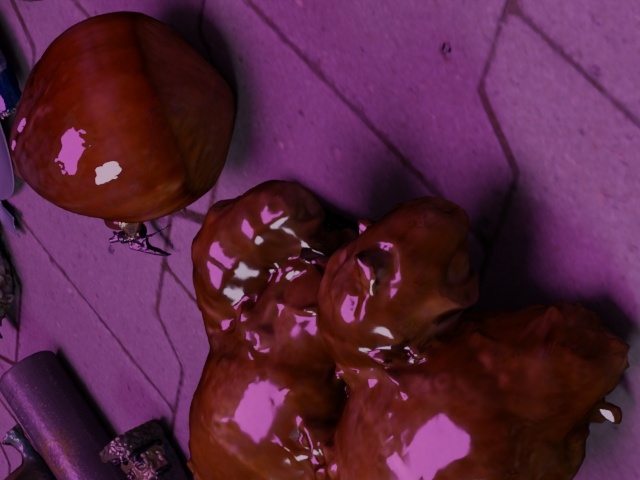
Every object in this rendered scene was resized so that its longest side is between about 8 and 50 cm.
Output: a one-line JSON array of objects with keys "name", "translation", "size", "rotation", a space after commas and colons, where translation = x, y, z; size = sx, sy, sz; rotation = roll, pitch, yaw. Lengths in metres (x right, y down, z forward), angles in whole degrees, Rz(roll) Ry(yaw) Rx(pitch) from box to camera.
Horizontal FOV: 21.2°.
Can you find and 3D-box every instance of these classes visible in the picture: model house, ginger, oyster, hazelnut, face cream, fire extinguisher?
[{"name": "model house", "translation": [-0.175, 0.230, 1.725], "size": [0.083, 0.066, 0.079], "rotation": [59, 151, 7]}, {"name": "ginger", "translation": [0.044, 0.091, 1.170], "size": [0.357, 0.152, 0.274], "rotation": [11, 111, 39]}, {"name": "oyster", "translation": [-0.381, 0.034, 1.917], "size": [0.177, 0.064, 0.125], "rotation": [91, 157, -54]}, {"name": "hazelnut", "translation": [-0.157, -0.089, 1.367], "size": [0.182, 0.182, 0.182], "rotation": [37, 140, 39]}, {"name": "face cream", "translation": [-0.247, 0.247, 1.843], "size": [0.283, 0.073, 0.073], "rotation": [53, 148, 19]}, {"name": "fire extinguisher", "translation": [-0.183, -0.064, 1.541], "size": [0.062, 0.050, 0.177], "rotation": [-11, 107, 20]}]

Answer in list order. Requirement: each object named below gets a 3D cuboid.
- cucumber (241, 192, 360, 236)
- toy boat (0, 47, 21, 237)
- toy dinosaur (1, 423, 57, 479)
[{"name": "cucumber", "translation": [0.000, 0.000, 1.298], "size": [0.181, 0.053, 0.053], "rotation": [27, 134, 45]}, {"name": "toy boat", "translation": [-0.361, -0.120, 1.767], "size": [0.220, 0.067, 0.291], "rotation": [35, 142, 39]}, {"name": "toy dinosaur", "translation": [-0.324, 0.282, 1.895], "size": [0.147, 0.076, 0.363], "rotation": [53, 165, -5]}]
